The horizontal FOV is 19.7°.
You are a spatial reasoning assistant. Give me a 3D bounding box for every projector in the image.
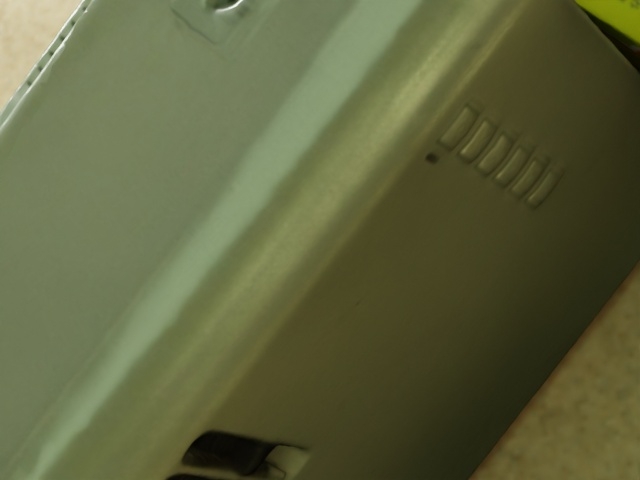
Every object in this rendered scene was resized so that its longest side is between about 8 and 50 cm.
[{"bbox_3d":[0.000,0.000,0.570,0.108,0.250,0.198,39,97,24],"label":"projector"}]

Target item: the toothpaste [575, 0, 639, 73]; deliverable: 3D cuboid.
[{"bbox_3d":[0.122,-0.083,0.579,0.327,0.110,0.077,41,99,36],"label":"toothpaste"}]
